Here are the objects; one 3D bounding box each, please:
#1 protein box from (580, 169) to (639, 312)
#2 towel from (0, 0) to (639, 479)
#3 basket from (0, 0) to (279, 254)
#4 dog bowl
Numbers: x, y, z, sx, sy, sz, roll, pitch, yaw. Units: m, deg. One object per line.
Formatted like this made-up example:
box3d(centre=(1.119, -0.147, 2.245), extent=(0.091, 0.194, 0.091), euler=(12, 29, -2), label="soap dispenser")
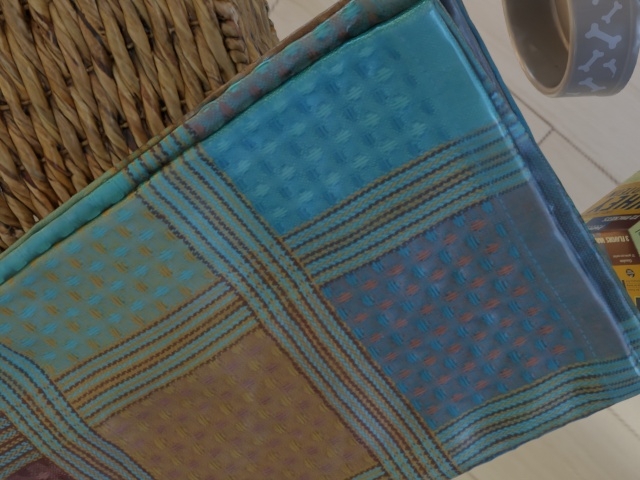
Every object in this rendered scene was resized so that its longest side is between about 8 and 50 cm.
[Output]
box3d(centre=(0.455, 0.028, 1.067), extent=(0.136, 0.201, 0.200), euler=(-7, 113, 62), label="protein box")
box3d(centre=(-0.031, 0.069, 0.426), extent=(0.370, 0.040, 0.271), euler=(-32, 117, 14), label="towel")
box3d(centre=(-0.160, -0.165, 0.563), extent=(0.223, 0.213, 0.299), euler=(-20, 103, 8), label="basket")
box3d(centre=(0.396, -0.396, 1.319), extent=(0.102, 0.349, 0.349), euler=(-15, 90, -2), label="dog bowl")
